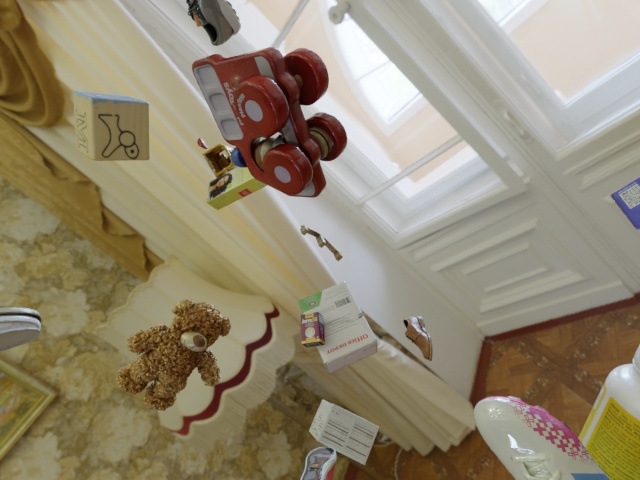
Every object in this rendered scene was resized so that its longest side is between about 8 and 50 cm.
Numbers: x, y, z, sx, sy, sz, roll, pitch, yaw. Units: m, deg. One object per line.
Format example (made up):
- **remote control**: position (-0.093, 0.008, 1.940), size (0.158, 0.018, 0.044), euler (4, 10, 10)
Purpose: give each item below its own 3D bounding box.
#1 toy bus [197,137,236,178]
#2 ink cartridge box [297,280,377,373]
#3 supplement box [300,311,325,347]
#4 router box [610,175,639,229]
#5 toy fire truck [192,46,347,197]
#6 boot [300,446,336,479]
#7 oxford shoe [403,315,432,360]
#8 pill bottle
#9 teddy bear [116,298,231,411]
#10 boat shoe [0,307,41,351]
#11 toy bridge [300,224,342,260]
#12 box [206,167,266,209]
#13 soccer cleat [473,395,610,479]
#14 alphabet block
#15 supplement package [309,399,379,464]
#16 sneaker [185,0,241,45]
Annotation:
- **toy bus**: position (-0.339, -0.289, 1.459), size (0.104, 0.191, 0.202), euler (-30, 52, 7)
- **ink cartridge box**: position (0.049, 0.251, 1.185), size (0.160, 0.093, 0.220), euler (-21, 51, -7)
- **supplement box**: position (-0.021, 0.245, 1.111), size (0.054, 0.043, 0.084), euler (-14, 59, 16)
- **router box**: position (0.746, -0.145, 0.701), size (0.335, 0.300, 0.082), euler (-48, 55, 46)
- **toy fire truck**: position (-0.107, -0.226, 0.810), size (0.253, 0.302, 0.169), euler (9, 45, 37)
- **boot**: position (0.000, 0.757, 1.226), size (0.088, 0.177, 0.244), euler (-6, 0, 14)
- **oxford shoe**: position (0.334, 0.339, 1.395), size (0.212, 0.075, 0.076), euler (-100, 10, -68)
- **pill bottle**: position (0.623, 0.363, 0.765), size (0.188, 0.187, 0.334), euler (-88, 4, -68)
- **teddy bear**: position (-0.381, 0.309, 1.045), size (0.337, 0.245, 0.113), euler (-31, 8, 8)
- **boat shoe**: position (-0.643, 0.198, 0.690), size (0.302, 0.103, 0.113), euler (-8, -36, -52)
- **toy bridge**: position (0.000, 0.000, 1.391), size (0.026, 0.188, 0.063), euler (-45, 28, 14)
- **box**: position (-0.251, -0.182, 1.269), size (0.232, 0.058, 0.088), euler (-23, 54, 20)
- **soccer cleat**: position (0.372, 0.380, 0.609), size (0.116, 0.331, 0.143), euler (-53, -6, 36)
- **alphabet block**: position (-0.705, -0.386, 1.372), size (0.193, 0.192, 0.197), euler (27, 116, 42)
- **supplement package**: position (0.087, 0.760, 1.631), size (0.145, 0.203, 0.262), euler (-63, 0, -19)
- **sneaker**: position (-0.328, -0.660, 1.099), size (0.100, 0.271, 0.108), euler (26, 74, 41)
